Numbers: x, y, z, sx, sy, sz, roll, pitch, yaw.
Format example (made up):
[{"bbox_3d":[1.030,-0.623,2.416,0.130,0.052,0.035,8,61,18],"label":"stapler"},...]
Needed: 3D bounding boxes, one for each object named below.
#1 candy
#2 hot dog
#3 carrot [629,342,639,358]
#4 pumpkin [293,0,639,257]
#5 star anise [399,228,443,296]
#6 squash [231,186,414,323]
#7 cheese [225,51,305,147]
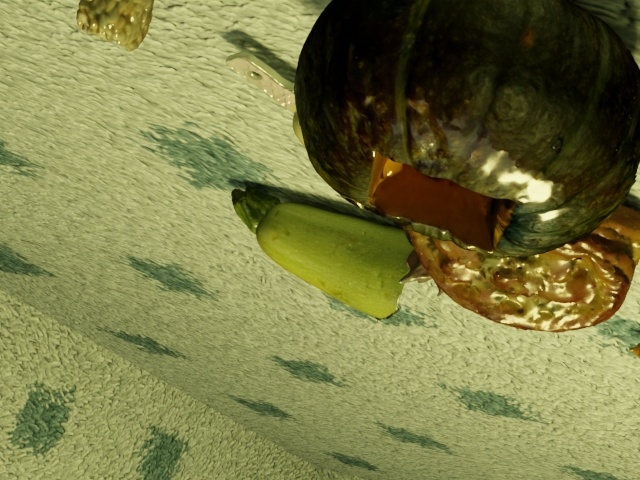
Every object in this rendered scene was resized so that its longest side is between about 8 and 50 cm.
[{"bbox_3d":[-0.190,-0.240,1.133,0.085,0.110,0.095,17,178,5],"label":"candy"},{"bbox_3d":[0.226,0.002,1.363,0.272,0.122,0.196,18,136,7],"label":"hot dog"},{"bbox_3d":[0.555,0.190,1.697,0.248,0.059,0.059,22,162,-2],"label":"carrot"},{"bbox_3d":[0.128,-0.109,1.036,0.321,0.192,0.320,17,160,6],"label":"pumpkin"},{"bbox_3d":[0.223,0.016,1.481,0.227,0.148,0.218,-17,113,18],"label":"star anise"},{"bbox_3d":[-0.002,0.015,1.654,0.288,0.137,0.137,18,162,16],"label":"squash"},{"bbox_3d":[0.001,-0.134,1.320,0.255,0.050,0.127,32,158,-35],"label":"cheese"}]
